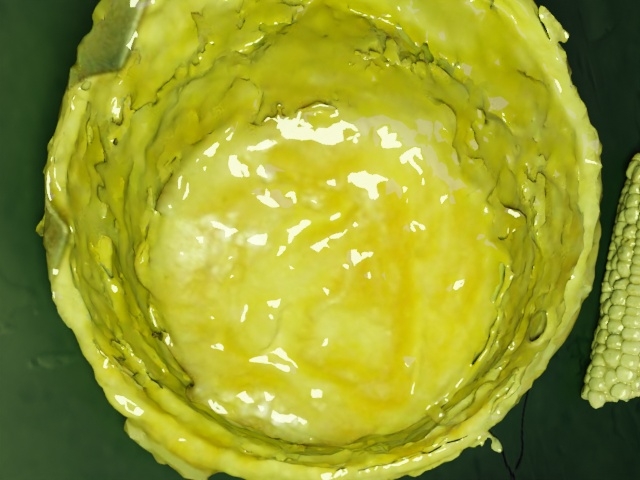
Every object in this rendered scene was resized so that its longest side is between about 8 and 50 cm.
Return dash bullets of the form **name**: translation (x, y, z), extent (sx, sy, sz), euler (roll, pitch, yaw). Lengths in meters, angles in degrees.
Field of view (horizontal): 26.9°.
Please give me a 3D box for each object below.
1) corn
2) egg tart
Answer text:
- **corn**: translation (0.262, 0.034, 1.040), extent (0.087, 0.087, 0.211), euler (17, 83, -36)
- **egg tart**: translation (0.000, -0.001, 0.711), extent (0.341, 0.132, 0.341), euler (0, 112, 1)
